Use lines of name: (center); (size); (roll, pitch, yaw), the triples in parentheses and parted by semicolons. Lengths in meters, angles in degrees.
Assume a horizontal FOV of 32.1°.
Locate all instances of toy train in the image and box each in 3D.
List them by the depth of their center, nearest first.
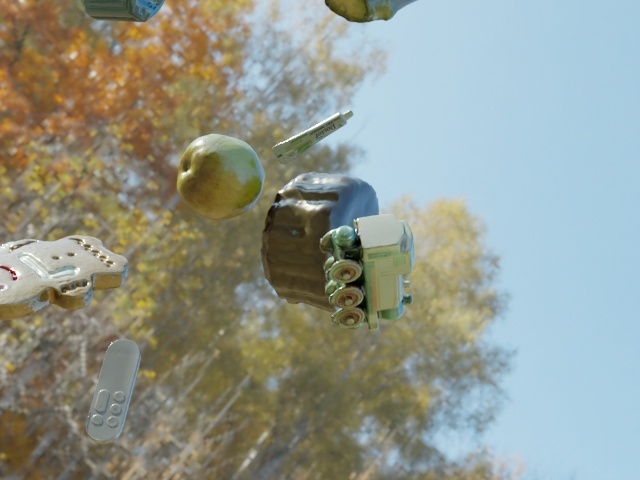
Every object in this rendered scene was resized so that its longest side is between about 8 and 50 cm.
toy train: (0.067, 0.050, 1.516); (0.125, 0.081, 0.194); (-8, -41, 0)

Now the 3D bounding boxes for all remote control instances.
remote control: (-0.440, 0.319, 2.365); (0.077, 0.245, 0.022); (8, -35, 1)

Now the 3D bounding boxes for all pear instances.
pear: (-0.225, -0.141, 2.456); (0.200, 0.200, 0.200); (33, -26, 18)

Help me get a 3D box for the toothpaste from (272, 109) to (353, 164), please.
toothpaste: (-0.013, -0.232, 2.440); (0.048, 0.197, 0.029); (57, 12, -16)

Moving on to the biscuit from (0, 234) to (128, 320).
biscuit: (-0.379, 0.046, 1.453); (0.184, 0.249, 0.035); (31, -53, 44)

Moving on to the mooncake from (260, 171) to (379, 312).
mooncake: (0.001, -0.001, 2.523); (0.187, 0.324, 0.324); (11, -36, 24)

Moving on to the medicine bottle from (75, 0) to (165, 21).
medicine bottle: (-0.402, -0.504, 2.253); (0.258, 0.124, 0.079); (11, -9, 46)

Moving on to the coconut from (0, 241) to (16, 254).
coconut: (-0.616, 0.056, 2.232); (0.110, 0.124, 0.110); (15, -62, 29)

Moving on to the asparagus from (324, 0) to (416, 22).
asparagus: (0.167, -0.449, 1.903); (0.085, 0.343, 0.082); (43, -32, 44)
